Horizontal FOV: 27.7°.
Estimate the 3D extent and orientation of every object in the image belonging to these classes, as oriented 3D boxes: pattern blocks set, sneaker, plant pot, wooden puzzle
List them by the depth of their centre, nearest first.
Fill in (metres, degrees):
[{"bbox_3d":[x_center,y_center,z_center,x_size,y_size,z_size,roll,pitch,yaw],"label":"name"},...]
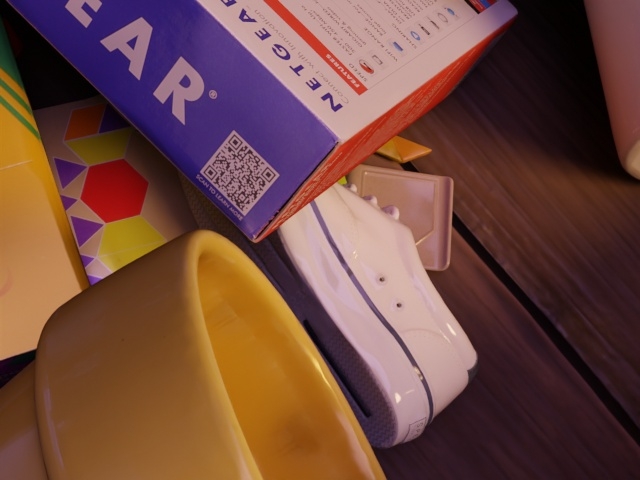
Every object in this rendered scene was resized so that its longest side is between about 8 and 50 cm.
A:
[{"bbox_3d":[-0.099,0.158,0.614,0.239,0.254,0.254,-27,80,7],"label":"plant pot"},{"bbox_3d":[0.000,0.000,0.788,0.091,0.094,0.258,-29,86,-37],"label":"sneaker"},{"bbox_3d":[-0.122,-0.016,0.817,0.286,0.026,0.324,-6,75,-13],"label":"pattern blocks set"},{"bbox_3d":[0.051,-0.016,0.862,0.079,0.014,0.116,13,71,-3],"label":"wooden puzzle"}]

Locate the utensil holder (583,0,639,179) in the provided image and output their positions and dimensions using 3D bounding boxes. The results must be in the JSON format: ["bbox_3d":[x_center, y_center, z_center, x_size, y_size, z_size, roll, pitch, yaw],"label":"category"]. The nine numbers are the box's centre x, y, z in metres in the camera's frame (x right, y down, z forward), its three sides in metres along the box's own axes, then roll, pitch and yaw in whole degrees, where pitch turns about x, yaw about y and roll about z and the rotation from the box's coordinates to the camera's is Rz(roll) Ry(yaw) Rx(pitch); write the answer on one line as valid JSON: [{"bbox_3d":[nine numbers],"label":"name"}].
[{"bbox_3d":[0.312,-0.257,0.829,0.328,0.327,0.385,-5,77,-13],"label":"utensil holder"}]

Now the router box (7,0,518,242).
[{"bbox_3d":[-0.068,-0.190,0.767,0.335,0.082,0.301,45,33,4],"label":"router box"}]

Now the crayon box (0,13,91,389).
[{"bbox_3d":[-0.337,-0.030,0.715,0.363,0.106,0.313,-18,76,-11],"label":"crayon box"}]
